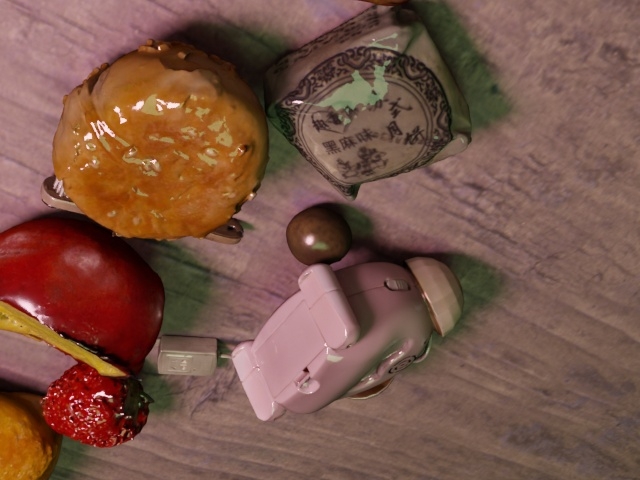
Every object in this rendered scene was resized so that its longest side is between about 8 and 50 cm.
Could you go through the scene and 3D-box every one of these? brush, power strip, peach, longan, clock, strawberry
[{"bbox_3d":[-0.270,-0.059,1.568,0.328,0.070,0.065,15,124,-22],"label":"brush"},{"bbox_3d":[-0.229,0.220,1.881,0.175,0.042,0.075,4,135,-9],"label":"power strip"},{"bbox_3d":[-0.409,0.071,1.601,0.362,0.201,0.258,27,161,-12],"label":"peach"},{"bbox_3d":[0.000,0.000,1.624,0.106,0.106,0.119,-15,131,11],"label":"longan"},{"bbox_3d":[0.058,0.164,1.708,0.326,0.184,0.342,-6,152,-45],"label":"clock"},{"bbox_3d":[-0.425,0.306,1.858,0.202,0.187,0.184,-16,100,7],"label":"strawberry"}]

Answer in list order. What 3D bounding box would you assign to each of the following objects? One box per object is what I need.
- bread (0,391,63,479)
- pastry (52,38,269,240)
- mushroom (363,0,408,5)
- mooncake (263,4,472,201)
[{"bbox_3d":[-0.695,0.426,1.910,0.361,0.250,0.394,21,130,-26],"label":"bread"},{"bbox_3d":[-0.217,-0.144,1.387,0.284,0.184,0.316,34,126,-26],"label":"pastry"},{"bbox_3d":[0.081,-0.385,1.145,0.283,0.195,0.263,18,143,0],"label":"mushroom"},{"bbox_3d":[0.072,-0.183,1.407,0.254,0.136,0.250,-25,130,20],"label":"mooncake"}]
